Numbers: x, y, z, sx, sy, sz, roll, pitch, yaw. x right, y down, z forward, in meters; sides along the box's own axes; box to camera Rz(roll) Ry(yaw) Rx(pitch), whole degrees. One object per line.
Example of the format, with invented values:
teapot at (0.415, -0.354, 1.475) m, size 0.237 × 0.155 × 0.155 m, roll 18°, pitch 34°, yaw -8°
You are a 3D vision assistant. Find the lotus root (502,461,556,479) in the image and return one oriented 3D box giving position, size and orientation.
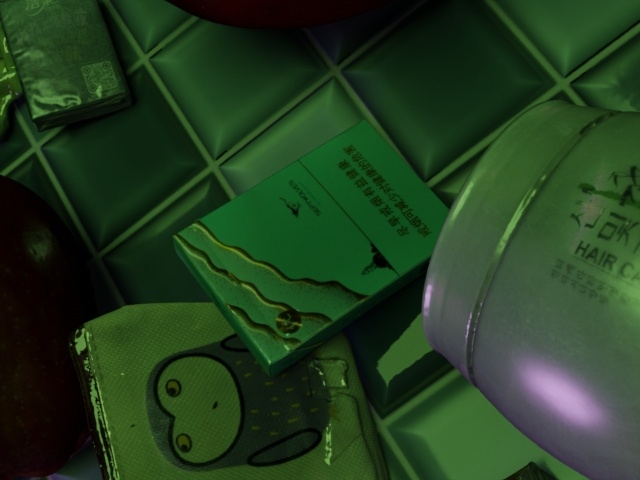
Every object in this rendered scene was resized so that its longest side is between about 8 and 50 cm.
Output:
lotus root at (0.170, 0.251, 0.726) m, size 0.081 × 0.112 × 0.122 m, roll -29°, pitch 71°, yaw 17°

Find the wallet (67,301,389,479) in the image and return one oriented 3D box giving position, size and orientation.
wallet at (-0.073, 0.201, 0.783) m, size 0.275 × 0.068 × 0.335 m, roll -9°, pitch 71°, yaw -24°

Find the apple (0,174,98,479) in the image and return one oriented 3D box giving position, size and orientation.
apple at (-0.350, 0.091, 0.857) m, size 0.288 × 0.288 × 0.316 m, roll -23°, pitch 88°, yaw 13°

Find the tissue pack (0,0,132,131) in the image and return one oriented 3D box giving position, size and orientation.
tissue pack at (-0.289, -0.211, 1.007) m, size 0.112 × 0.051 × 0.156 m, roll -18°, pitch 77°, yaw -11°

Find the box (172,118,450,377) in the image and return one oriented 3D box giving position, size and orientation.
box at (0.000, 0.001, 0.839) m, size 0.229 × 0.041 × 0.162 m, roll -33°, pitch 66°, yaw -17°

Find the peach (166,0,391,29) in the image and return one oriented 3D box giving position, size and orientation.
peach at (-0.025, -0.371, 0.815) m, size 0.388 × 0.388 × 0.388 m, roll -4°, pitch 76°, yaw 18°

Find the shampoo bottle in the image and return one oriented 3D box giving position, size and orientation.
shampoo bottle at (0.237, 0.041, 0.667) m, size 0.266 × 0.273 × 0.273 m, roll 30°, pitch 88°, yaw 29°

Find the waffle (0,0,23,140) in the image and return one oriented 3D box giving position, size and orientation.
waffle at (-0.473, -0.228, 1.095) m, size 0.292 × 0.056 × 0.309 m, roll 29°, pitch 87°, yaw 23°
